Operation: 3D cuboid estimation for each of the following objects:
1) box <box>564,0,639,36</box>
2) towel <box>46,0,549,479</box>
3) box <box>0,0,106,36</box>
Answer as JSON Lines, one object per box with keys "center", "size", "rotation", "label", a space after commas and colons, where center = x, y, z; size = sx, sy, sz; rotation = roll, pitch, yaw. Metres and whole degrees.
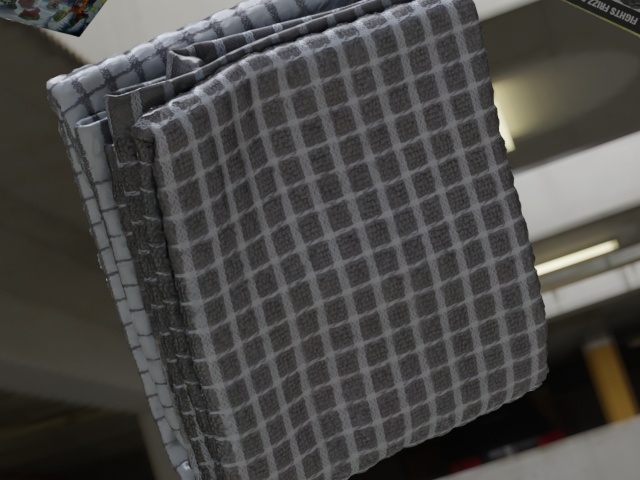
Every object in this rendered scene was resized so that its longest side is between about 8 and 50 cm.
{"center": [0.204, -0.239, 1.021], "size": [0.232, 0.087, 0.058], "rotation": [-65, -2, 27], "label": "box"}
{"center": [0.000, 0.000, 1.027], "size": [0.235, 0.283, 0.121], "rotation": [-22, 25, -19], "label": "towel"}
{"center": [-0.158, -0.154, 0.888], "size": [0.137, 0.027, 0.094], "rotation": [10, -44, -38], "label": "box"}
